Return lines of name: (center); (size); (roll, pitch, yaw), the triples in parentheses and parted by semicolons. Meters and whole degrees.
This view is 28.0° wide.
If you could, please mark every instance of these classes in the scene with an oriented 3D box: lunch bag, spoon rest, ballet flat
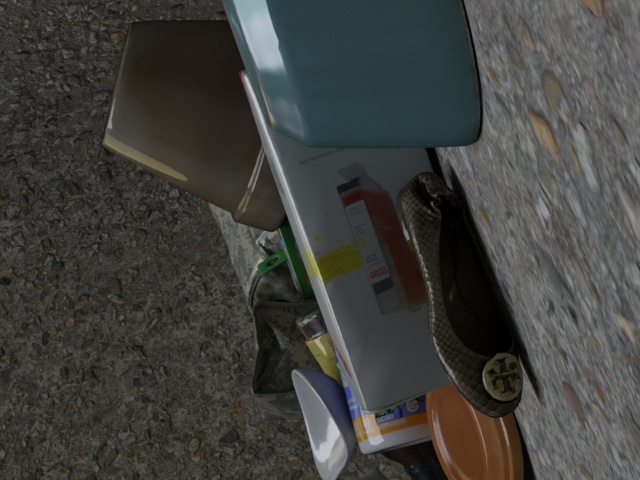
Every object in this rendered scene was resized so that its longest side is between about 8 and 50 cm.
lunch bag: (0.041, 0.190, 2.007); (0.235, 0.287, 0.168); (84, -173, -73)
spoon rest: (0.023, 0.281, 1.783); (0.137, 0.084, 0.276); (42, 163, 47)
lunch bag: (-0.072, -0.037, 2.247); (0.256, 0.213, 0.305); (-52, 44, 31)
ballet flat: (0.140, 0.047, 1.234); (0.058, 0.084, 0.249); (-36, 67, 50)

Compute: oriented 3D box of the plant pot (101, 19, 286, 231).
plant pot: (-0.165, -0.200, 1.900); (0.323, 0.281, 0.323); (-166, 90, -78)

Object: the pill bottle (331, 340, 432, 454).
pill bottle: (0.092, 0.133, 1.687); (0.152, 0.152, 0.271); (84, 171, -78)

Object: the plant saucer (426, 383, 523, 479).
plant saucer: (0.172, 0.224, 1.495); (0.200, 0.037, 0.199); (168, 90, -72)

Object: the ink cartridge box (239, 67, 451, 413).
ink cartridge box: (0.045, -0.034, 1.451); (0.279, 0.161, 0.384); (-124, 15, -80)

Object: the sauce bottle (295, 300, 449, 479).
sauce bottle: (0.095, 0.228, 1.822); (0.344, 0.111, 0.111); (59, 178, -4)

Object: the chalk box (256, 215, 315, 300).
chalk box: (0.000, 0.000, 1.995); (0.132, 0.213, 0.132); (-124, 16, -74)

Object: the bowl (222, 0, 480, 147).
bowl: (0.005, -0.201, 1.091); (0.311, 0.163, 0.311); (160, 90, -87)
